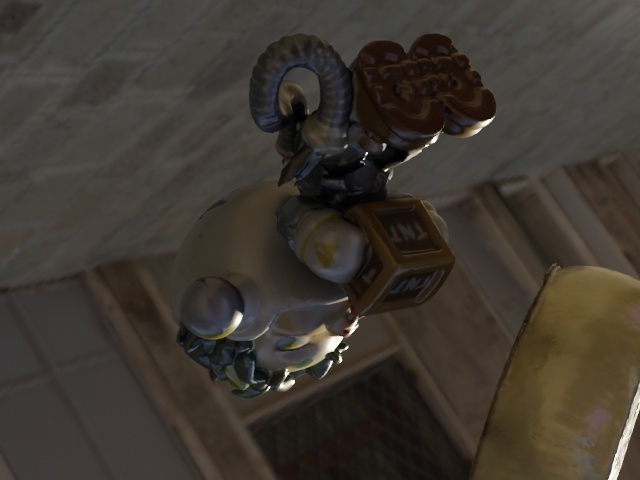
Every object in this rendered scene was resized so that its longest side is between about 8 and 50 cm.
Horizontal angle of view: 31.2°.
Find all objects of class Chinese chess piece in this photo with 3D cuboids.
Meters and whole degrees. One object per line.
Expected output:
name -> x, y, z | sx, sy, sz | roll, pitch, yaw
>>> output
Chinese chess piece -> 0.216, 0.154, 1.006 | 0.270, 0.112, 0.269 | 18, 90, -72

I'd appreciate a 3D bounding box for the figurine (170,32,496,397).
figurine -> 0.004, 0.001, 0.943 | 0.261, 0.186, 0.382 | -1, 149, -33
